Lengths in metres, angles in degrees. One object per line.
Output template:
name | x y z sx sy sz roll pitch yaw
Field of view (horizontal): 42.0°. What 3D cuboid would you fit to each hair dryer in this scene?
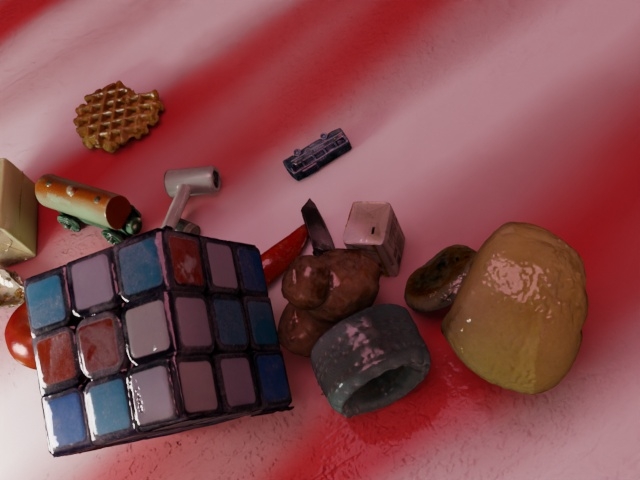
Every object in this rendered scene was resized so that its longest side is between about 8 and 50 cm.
hair dryer | -0.332 -0.096 2.017 0.131 0.073 0.236 -4 37 16

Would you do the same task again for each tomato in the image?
tomato | -0.631 0.210 1.939 0.195 0.136 0.195 -8 58 12

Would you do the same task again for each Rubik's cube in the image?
Rubik's cube | -0.308 0.197 1.613 0.363 0.362 0.358 -17 79 28

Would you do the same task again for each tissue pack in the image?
tissue pack | 0.116 -0.002 1.793 0.099 0.148 0.106 3 62 21
tissue pack | -0.823 -0.073 2.162 0.125 0.159 0.234 -17 56 9

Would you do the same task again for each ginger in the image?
ginger | 0.018 0.109 1.676 0.245 0.304 0.155 -24 61 -15

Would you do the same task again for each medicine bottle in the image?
medicine bottle | -0.337 -0.029 2.032 0.083 0.047 0.047 21 69 27

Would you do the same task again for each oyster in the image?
oyster | -0.793 0.121 2.100 0.177 0.056 0.105 -1 67 20

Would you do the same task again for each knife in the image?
knife | 0.000 0.000 1.898 0.060 0.028 0.230 -5 61 -21

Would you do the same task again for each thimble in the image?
thimble | 0.094 0.239 1.631 0.235 0.198 0.143 -36 56 15

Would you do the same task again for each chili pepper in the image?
chili pepper | -0.113 0.053 1.898 0.272 0.063 0.071 -41 69 -10

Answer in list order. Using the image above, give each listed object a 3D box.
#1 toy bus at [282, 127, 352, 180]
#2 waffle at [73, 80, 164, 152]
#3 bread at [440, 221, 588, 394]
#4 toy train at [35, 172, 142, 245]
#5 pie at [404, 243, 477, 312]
toy bus | -0.007 -0.208 2.023 0.166 0.047 0.065 -32 59 -1
waffle | -0.561 -0.353 2.301 0.249 0.056 0.253 -36 54 -4
bread | 0.368 0.123 1.525 0.237 0.320 0.320 26 70 8
toy train | -0.578 -0.084 2.072 0.286 0.177 0.116 18 68 27
pie | 0.250 0.075 1.716 0.187 0.041 0.187 -34 21 15
